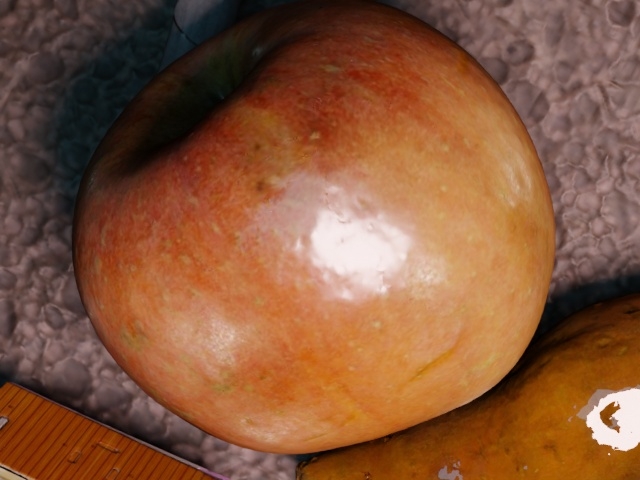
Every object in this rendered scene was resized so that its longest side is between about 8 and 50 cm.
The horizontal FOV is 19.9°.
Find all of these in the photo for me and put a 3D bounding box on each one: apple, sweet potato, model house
[{"bbox_3d":[0.000,0.000,0.982,0.253,0.253,0.253,1,97,8],"label":"apple"},{"bbox_3d":[0.159,0.094,1.033,0.359,0.112,0.112,-29,92,7],"label":"sweet potato"},{"bbox_3d":[-0.166,0.168,1.088,0.219,0.207,0.136,24,67,8],"label":"model house"}]

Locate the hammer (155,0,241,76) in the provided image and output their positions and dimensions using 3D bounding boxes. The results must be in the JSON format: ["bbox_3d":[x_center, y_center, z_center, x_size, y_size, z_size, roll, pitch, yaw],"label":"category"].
[{"bbox_3d":[-0.028,-0.220,1.011,0.152,0.044,0.427,4,116,-24],"label":"hammer"}]
